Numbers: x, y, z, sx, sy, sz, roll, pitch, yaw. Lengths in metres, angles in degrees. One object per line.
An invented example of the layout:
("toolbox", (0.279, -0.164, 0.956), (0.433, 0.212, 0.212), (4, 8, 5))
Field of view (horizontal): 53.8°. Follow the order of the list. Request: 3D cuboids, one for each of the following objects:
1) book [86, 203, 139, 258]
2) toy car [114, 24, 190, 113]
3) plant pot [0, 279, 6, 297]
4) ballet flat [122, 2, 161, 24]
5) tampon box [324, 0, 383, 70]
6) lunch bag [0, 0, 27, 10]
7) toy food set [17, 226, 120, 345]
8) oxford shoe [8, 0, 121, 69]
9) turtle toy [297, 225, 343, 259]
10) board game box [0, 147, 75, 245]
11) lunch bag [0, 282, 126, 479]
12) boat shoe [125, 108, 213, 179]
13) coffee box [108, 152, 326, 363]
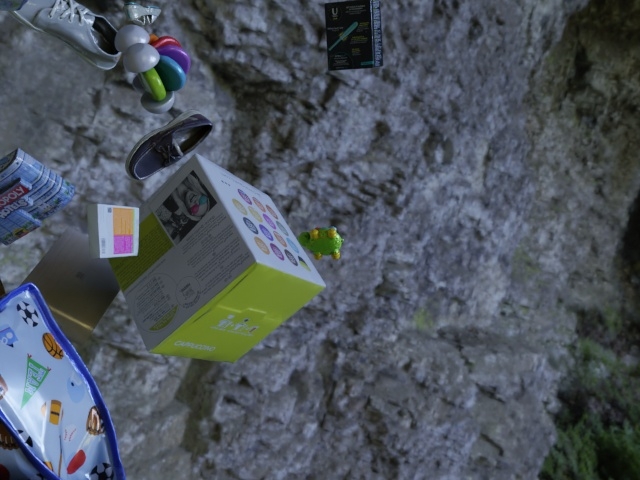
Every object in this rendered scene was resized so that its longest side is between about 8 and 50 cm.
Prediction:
("book", (-0.383, -0.016, 1.172), (0.035, 0.097, 0.144), (-4, -1, 10))
("toy car", (-0.351, -0.379, 1.365), (0.182, 0.136, 0.159), (58, -13, 38))
("plant pot", (-1.011, 0.175, 1.667), (0.237, 0.237, 0.254), (15, 23, 35))
("ballet flat", (-0.491, -0.620, 1.739), (0.057, 0.053, 0.168), (-6, 13, 19))
("tampon box", (0.085, -0.510, 1.568), (0.120, 0.161, 0.101), (2, 17, 19))
("lunch bag", (-0.664, -0.523, 1.248), (0.176, 0.090, 0.219), (-3, 5, -33))
("toy food set", (-0.677, 0.121, 1.753), (0.219, 0.306, 0.092), (32, -45, -11))
("oxford shoe", (-0.783, -0.686, 1.915), (0.130, 0.169, 0.449), (-14, -31, 34))
("turtle toy", (0.000, 0.000, 1.732), (0.130, 0.095, 0.066), (-2, 32, 10))
("board game box", (-0.630, -0.093, 1.246), (0.194, 0.060, 0.194), (-26, -37, 16))
("lunch bag", (-0.535, 0.322, 1.022), (0.327, 0.386, 0.239), (-24, 12, 21))
("boat shoe", (-0.430, -0.271, 1.809), (0.092, 0.285, 0.103), (28, -29, 40))
("coffee box", (-0.256, 0.064, 1.543), (0.334, 0.338, 0.337), (57, 15, 27))
